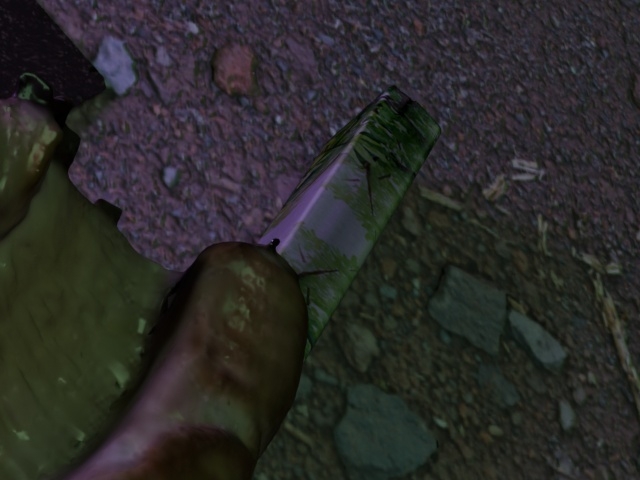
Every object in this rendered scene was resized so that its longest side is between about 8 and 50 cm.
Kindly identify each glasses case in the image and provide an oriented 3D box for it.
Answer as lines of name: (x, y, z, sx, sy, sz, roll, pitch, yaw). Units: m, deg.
glasses case: (0.000, 0.000, 1.242, 0.062, 0.095, 0.272, 42, 45, -9)

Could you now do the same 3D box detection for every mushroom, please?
mushroom: (-0.183, 0.145, 0.946, 0.314, 0.224, 0.397, 36, 48, -35)

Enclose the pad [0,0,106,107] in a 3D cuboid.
pad: (-0.314, -0.192, 1.181, 0.330, 0.004, 0.220, 49, 39, 1)
